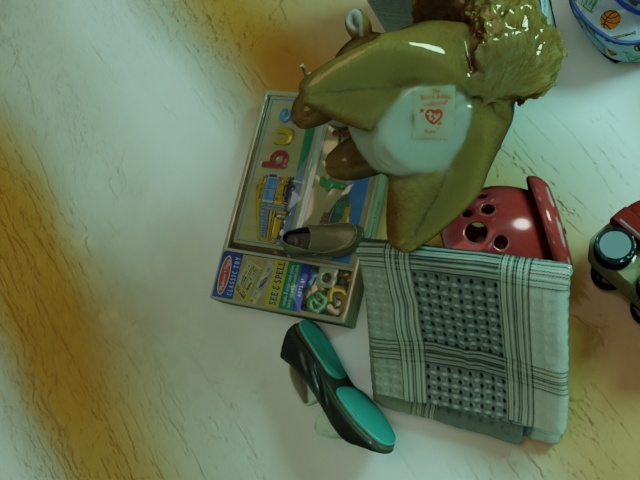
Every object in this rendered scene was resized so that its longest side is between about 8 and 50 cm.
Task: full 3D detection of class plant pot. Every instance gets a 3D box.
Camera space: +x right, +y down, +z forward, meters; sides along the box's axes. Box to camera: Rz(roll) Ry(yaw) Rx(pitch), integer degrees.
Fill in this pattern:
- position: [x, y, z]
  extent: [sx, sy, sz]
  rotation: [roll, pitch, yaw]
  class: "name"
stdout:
- position: [0.278, 0.006, 1.255]
  extent: [0.174, 0.191, 0.191]
  rotation: [-15, 69, 12]
  class: "plant pot"

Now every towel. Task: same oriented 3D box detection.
- position: [0.203, 0.154, 1.203]
  extent: [0.312, 0.324, 0.056]
  rotation: [8, 34, 25]
  class: "towel"

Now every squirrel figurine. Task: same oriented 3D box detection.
- position: [0.147, -0.244, 1.220]
  extent: [0.397, 0.281, 0.370]
  rotation: [-38, 21, 8]
  class: "squirrel figurine"

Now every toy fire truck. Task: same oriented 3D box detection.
- position: [0.536, 0.005, 1.175]
  extent: [0.246, 0.158, 0.217]
  rotation: [-40, 62, -5]
  class: "toy fire truck"

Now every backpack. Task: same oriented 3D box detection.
- position: [0.512, -0.412, 1.274]
  extent: [0.263, 0.213, 0.276]
  rotation: [-36, 67, 22]
  class: "backpack"

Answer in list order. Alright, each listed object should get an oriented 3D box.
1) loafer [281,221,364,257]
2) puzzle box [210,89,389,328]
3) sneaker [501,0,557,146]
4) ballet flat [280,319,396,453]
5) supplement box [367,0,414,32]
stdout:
- position: [0.000, 0.000, 1.391]
  extent: [0.148, 0.050, 0.056]
  rotation: [-11, 71, 20]
  class: "loafer"
- position: [-0.024, -0.067, 1.480]
  extent: [0.272, 0.052, 0.408]
  rotation: [8, 78, 26]
  class: "puzzle box"
- position: [0.311, -0.279, 1.361]
  extent: [0.127, 0.182, 0.315]
  rotation: [28, 116, 29]
  class: "sneaker"
- position: [0.020, 0.253, 1.349]
  extent: [0.096, 0.095, 0.280]
  rotation: [-53, 50, 21]
  class: "ballet flat"
- position: [0.155, -0.427, 1.413]
  extent: [0.114, 0.220, 0.111]
  rotation: [13, 81, 26]
  class: "supplement box"
